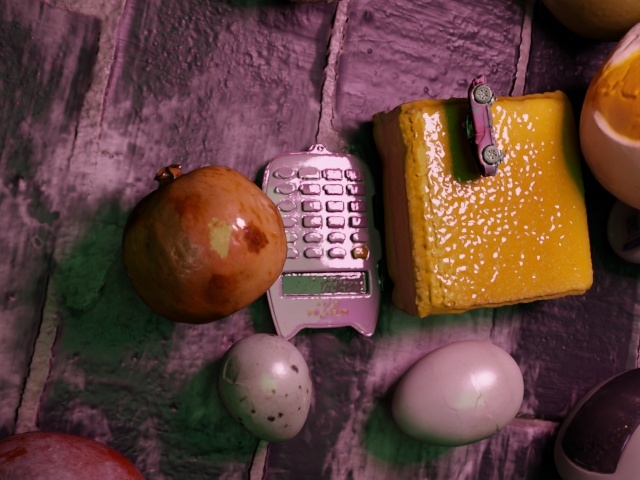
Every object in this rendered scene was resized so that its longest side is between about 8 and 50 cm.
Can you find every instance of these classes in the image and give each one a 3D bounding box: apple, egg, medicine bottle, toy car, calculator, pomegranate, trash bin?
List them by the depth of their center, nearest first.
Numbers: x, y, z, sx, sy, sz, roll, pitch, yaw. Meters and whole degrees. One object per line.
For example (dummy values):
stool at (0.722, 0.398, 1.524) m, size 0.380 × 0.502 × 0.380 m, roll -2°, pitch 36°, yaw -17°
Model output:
pomegranate at (-0.154, -0.003, 0.958) m, size 0.215 × 0.215 × 0.215 m, roll 1°, pitch 88°, yaw -19°
toy car at (0.225, -0.159, 1.022) m, size 0.055 × 0.069 × 0.142 m, roll -8°, pitch 91°, yaw 18°
egg at (-0.077, 0.210, 1.024) m, size 0.131 × 0.131 × 0.164 m, roll -17°, pitch 108°, yaw -19°
egg at (0.499, -0.153, 1.101) m, size 0.201 × 0.337 × 0.337 m, roll -24°, pitch 97°, yaw 16°
calculator at (0.000, 0.000, 1.104) m, size 0.194 × 0.043 × 0.294 m, roll 0°, pitch 85°, yaw -18°
egg at (0.206, 0.233, 1.106) m, size 0.209 × 0.151 × 0.151 m, roll -20°, pitch 95°, yaw -15°
trash bin at (0.575, 0.409, 1.168) m, size 0.280 × 0.280 × 0.432 m, roll -39°, pitch 104°, yaw -16°
apple at (0.489, -0.468, 1.172) m, size 0.291 × 0.254 × 0.292 m, roll 1°, pitch 86°, yaw -15°
medicine bottle at (0.620, -0.012, 1.264) m, size 0.215 × 0.135 × 0.135 m, roll 11°, pitch 85°, yaw -18°

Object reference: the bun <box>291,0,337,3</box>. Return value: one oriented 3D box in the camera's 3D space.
bun at (0.037, -0.423, 1.034) m, size 0.239 × 0.239 × 0.141 m, roll -46°, pitch 104°, yaw -15°

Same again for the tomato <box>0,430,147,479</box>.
tomato at (-0.333, 0.388, 0.859) m, size 0.316 × 0.282 × 0.317 m, roll 2°, pitch 79°, yaw -10°

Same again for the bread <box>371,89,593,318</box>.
bread at (0.254, -0.060, 1.136) m, size 0.323 × 0.143 × 0.333 m, roll -4°, pitch 89°, yaw -20°
